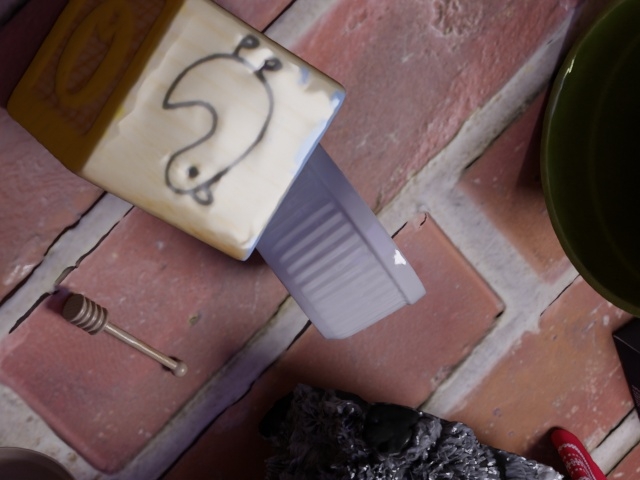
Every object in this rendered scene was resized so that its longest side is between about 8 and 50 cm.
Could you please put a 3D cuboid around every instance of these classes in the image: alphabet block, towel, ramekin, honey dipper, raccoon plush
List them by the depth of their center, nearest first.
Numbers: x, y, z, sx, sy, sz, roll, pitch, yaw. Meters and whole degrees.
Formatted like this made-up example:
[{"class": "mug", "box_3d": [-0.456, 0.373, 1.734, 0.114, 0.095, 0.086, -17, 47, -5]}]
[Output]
[{"class": "alphabet block", "box_3d": [-0.132, -0.127, 1.559, 0.197, 0.193, 0.192, 28, 94, -36]}, {"class": "ramekin", "box_3d": [0.000, 0.000, 1.693, 0.109, 0.207, 0.207, -36, 126, -1]}, {"class": "honey dipper", "box_3d": [-0.191, 0.100, 1.729, 0.161, 0.030, 0.030, 37, 90, -40]}, {"class": "raccoon plush", "box_3d": [0.086, 0.337, 1.816, 0.446, 0.216, 0.299, 20, 78, -28]}, {"class": "towel", "box_3d": [0.364, 0.356, 2.030, 0.031, 0.275, 0.199, -35, 126, 8]}]

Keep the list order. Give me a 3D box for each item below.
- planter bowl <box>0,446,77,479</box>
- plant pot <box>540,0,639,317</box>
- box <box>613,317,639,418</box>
[{"class": "planter bowl", "box_3d": [-0.306, 0.297, 1.684, 0.162, 0.162, 0.109, -22, 148, -21]}, {"class": "plant pot", "box_3d": [0.494, -0.089, 1.878, 0.353, 0.366, 0.366, 3, 110, -44]}, {"class": "box", "box_3d": [0.458, 0.148, 2.095, 0.156, 0.093, 0.158, -33, 125, -14]}]
